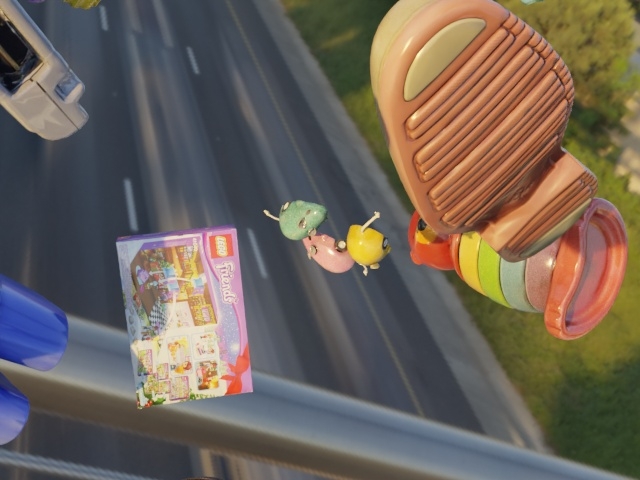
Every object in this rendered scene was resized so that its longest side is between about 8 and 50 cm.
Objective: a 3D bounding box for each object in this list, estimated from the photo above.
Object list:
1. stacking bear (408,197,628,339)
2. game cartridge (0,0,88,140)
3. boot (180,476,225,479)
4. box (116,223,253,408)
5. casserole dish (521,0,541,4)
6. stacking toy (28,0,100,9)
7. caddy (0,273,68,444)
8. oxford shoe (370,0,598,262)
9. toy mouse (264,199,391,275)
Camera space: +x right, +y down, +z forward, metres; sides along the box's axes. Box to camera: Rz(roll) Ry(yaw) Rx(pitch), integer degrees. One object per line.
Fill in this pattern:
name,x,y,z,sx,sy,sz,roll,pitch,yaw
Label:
stacking bear,0.243,0.008,1.134,0.289,0.176,0.164,17,7,41
game cartridge,-0.268,-0.194,0.501,0.196,0.060,0.294,43,-9,32
boot,-0.187,0.434,1.145,0.264,0.096,0.280,26,17,29
box,-0.230,0.129,1.443,0.200,0.294,0.057,-6,11,-9
casserole dish,0.304,-0.368,1.015,0.037,0.188,0.114,37,19,-20
stacking toy,-0.225,-0.250,0.666,0.052,0.167,0.221,6,70,-38
caddy,-0.529,0.154,1.248,0.179,0.241,0.341,34,-11,-35
oxford shoe,0.109,-0.091,0.666,0.146,0.140,0.397,52,7,27
toy mouse,0.000,0.000,0.841,0.143,0.031,0.161,17,-19,19
